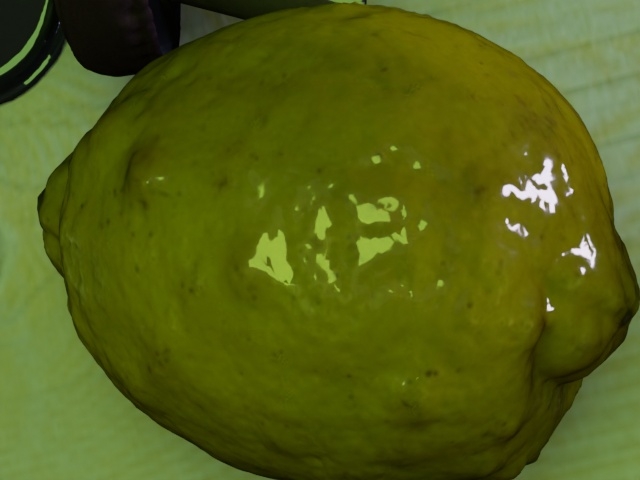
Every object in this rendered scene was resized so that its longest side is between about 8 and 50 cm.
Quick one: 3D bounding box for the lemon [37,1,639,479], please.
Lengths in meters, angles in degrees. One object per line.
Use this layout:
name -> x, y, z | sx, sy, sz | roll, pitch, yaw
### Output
lemon -> 0.007, 0.000, 1.052 | 0.285, 0.285, 0.316 | -44, 65, -3

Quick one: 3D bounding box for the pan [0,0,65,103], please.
pan -> -0.247, -0.198, 1.274 | 0.136, 0.028, 0.235 | -21, 72, 4

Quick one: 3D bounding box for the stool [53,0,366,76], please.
stool -> -0.066, -0.235, 1.132 | 0.178, 0.272, 0.272 | -2, 74, 4
